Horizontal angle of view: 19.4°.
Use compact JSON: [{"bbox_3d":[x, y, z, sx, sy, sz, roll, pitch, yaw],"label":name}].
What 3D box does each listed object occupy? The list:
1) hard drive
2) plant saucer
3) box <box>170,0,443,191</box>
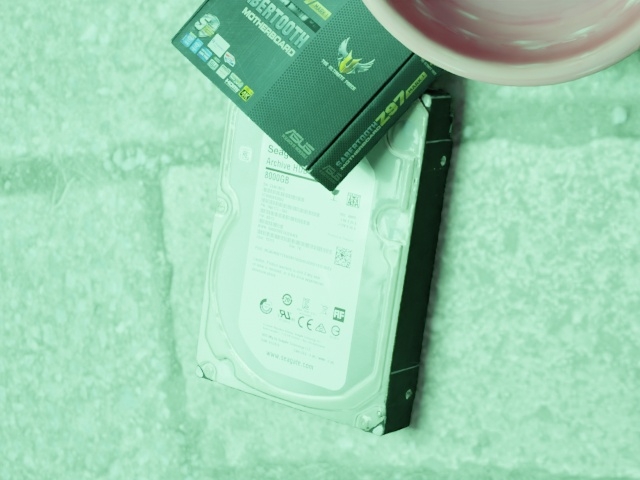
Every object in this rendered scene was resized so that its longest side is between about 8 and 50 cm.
[{"bbox_3d":[0.000,0.000,1.845,0.237,0.064,0.339,16,103,31],"label":"hard drive"},{"bbox_3d":[0.176,-0.302,1.616,0.332,0.084,0.332,3,109,8],"label":"plant saucer"},{"bbox_3d":[-0.008,-0.185,1.771,0.183,0.059,0.232,-47,58,3],"label":"box"}]
